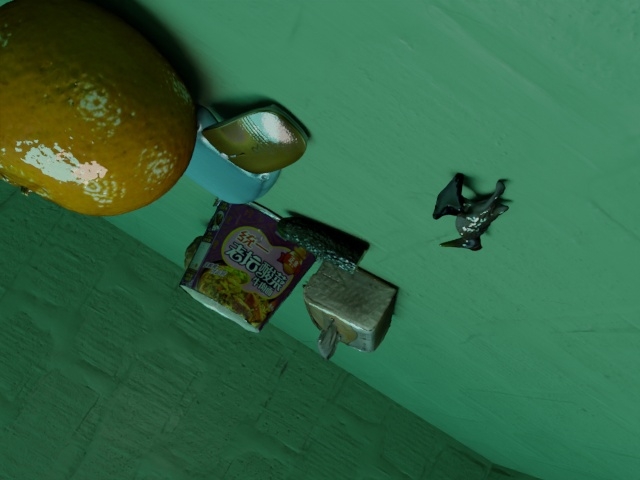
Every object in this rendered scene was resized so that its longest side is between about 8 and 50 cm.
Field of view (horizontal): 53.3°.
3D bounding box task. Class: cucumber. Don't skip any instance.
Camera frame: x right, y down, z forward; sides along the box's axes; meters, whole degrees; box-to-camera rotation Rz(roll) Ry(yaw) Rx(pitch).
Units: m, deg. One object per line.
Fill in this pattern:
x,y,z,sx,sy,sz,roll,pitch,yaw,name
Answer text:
-0.001,0.001,1.469,0.241,0.074,0.074,26,164,26,cucumber

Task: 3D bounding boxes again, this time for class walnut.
-0.346,0.066,2.078,0.198,0.198,0.245,38,166,-24,walnut

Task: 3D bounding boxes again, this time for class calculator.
-0.237,-0.170,1.417,0.256,0.054,0.386,36,164,-16,calculator

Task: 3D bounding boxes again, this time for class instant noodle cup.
-0.208,0.073,1.709,0.340,0.265,0.340,30,165,9,instant noodle cup

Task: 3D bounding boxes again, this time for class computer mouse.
-0.125,-0.175,1.138,0.126,0.056,0.245,43,154,-30,computer mouse

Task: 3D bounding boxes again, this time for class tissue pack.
0.063,0.213,1.711,0.239,0.238,0.305,27,164,13,tissue pack

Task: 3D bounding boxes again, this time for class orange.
-0.425,-0.216,1.118,0.424,0.326,0.424,31,164,9,orange

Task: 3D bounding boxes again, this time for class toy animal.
0.230,-0.029,0.968,0.105,0.070,0.202,5,152,17,toy animal

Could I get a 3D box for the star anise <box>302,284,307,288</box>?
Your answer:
0.015,0.179,2.005,0.212,0.053,0.157,23,163,31,star anise
